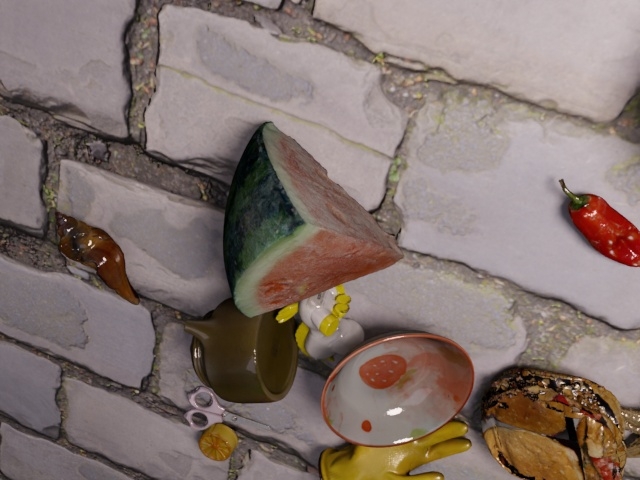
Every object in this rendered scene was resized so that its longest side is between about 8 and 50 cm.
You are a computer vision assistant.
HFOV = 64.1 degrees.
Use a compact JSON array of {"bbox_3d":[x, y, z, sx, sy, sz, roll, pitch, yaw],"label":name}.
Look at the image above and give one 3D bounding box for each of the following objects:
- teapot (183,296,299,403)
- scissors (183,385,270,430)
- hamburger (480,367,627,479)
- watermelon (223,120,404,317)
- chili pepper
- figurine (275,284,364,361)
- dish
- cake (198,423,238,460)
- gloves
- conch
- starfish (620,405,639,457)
[{"bbox_3d":[-0.145,0.196,0.914,0.175,0.185,0.267,-3,148,21],"label":"teapot"},{"bbox_3d":[-0.198,0.378,1.097,0.189,0.015,0.100,14,98,1],"label":"scissors"},{"bbox_3d":[0.376,0.314,0.838,0.231,0.107,0.231,17,127,24],"label":"hamburger"},{"bbox_3d":[-0.030,0.012,0.752,0.293,0.250,0.283,22,124,9],"label":"watermelon"},{"bbox_3d":[0.399,-0.017,0.717,0.191,0.050,0.059,38,103,-12],"label":"chili pepper"},{"bbox_3d":[0.008,0.156,0.902,0.130,0.109,0.178,-11,132,15],"label":"figurine"},{"bbox_3d":[0.123,0.234,0.873,0.260,0.085,0.260,-5,121,-8],"label":"dish"},{"bbox_3d":[-0.226,0.444,1.128,0.084,0.044,0.084,6,116,12],"label":"cake"},{"bbox_3d":[0.144,0.399,0.971,0.294,0.116,0.133,-35,107,21],"label":"gloves"},{"bbox_3d":[-0.415,0.032,0.974,0.233,0.086,0.080,45,77,-22],"label":"conch"},{"bbox_3d":[0.569,0.294,0.821,0.277,0.062,0.235,-11,116,17],"label":"starfish"}]
